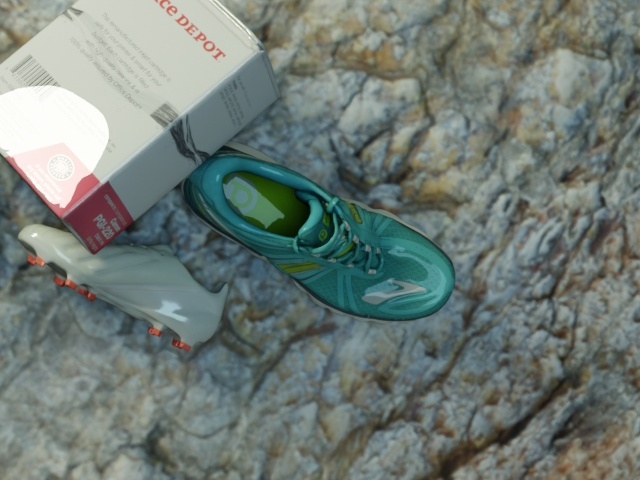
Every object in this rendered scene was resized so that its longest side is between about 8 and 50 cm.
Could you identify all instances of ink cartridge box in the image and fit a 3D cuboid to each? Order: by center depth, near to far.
[{"bbox_3d":[-0.166,-0.121,1.240,0.218,0.092,0.158,-42,67,-7],"label":"ink cartridge box"}]

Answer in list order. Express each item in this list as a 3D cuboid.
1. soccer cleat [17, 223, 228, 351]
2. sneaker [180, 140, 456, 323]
[{"bbox_3d":[-0.172,0.026,1.295,0.196,0.068,0.076,31,80,-21],"label":"soccer cleat"},{"bbox_3d":[0.000,0.000,1.311,0.275,0.110,0.107,25,87,-15],"label":"sneaker"}]
